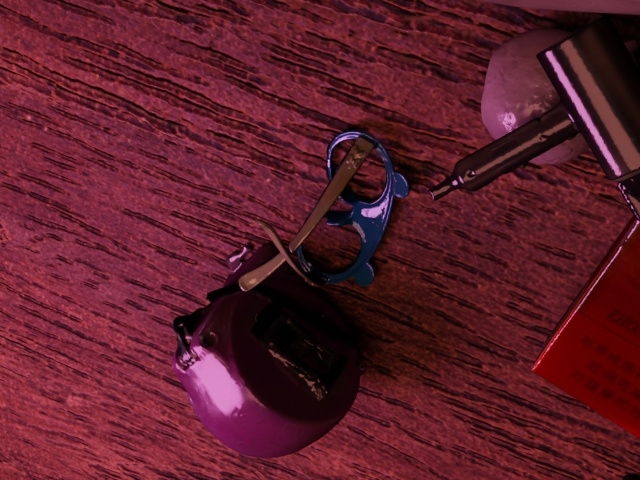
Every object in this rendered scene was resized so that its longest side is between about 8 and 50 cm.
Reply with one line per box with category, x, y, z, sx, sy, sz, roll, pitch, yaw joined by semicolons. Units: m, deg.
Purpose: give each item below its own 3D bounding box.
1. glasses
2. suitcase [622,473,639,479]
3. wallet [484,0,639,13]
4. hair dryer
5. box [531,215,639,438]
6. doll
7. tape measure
glasses;-0.018;-0.025;1.633;0.102;0.207;0.239;55;138;35
suitcase;0.468;0.304;1.534;0.152;0.229;0.335;36;131;1
wallet;0.205;-0.252;1.269;0.335;0.275;0.068;12;103;24
hair dryer;0.221;-0.077;1.329;0.248;0.078;0.195;-28;92;30
box;0.398;0.078;1.514;0.197;0.089;0.313;33;130;7
doll;0.314;-0.135;1.388;0.287;0.151;0.151;11;125;18
tape measure;-0.067;0.146;1.717;0.245;0.231;0.149;42;130;-8
